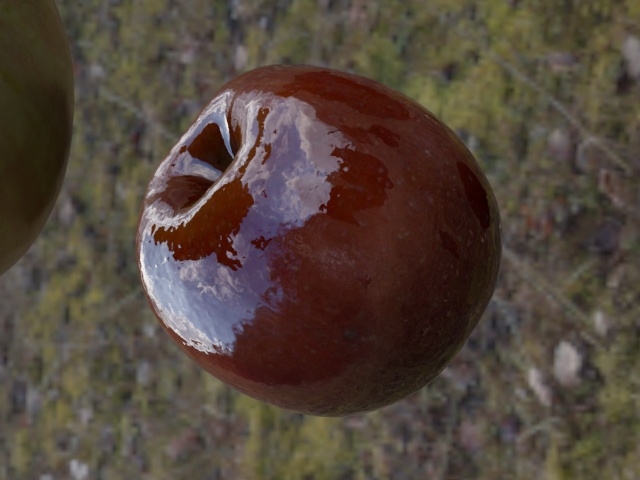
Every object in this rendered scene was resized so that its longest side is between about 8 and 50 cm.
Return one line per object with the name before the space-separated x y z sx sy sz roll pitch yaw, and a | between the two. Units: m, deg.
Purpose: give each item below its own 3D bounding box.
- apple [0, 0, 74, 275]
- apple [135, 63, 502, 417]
apple | -0.264 -0.078 0.888 0.234 0.256 0.257 98 165 -69
apple | 0.000 0.000 1.000 0.218 0.201 0.218 -39 29 27
